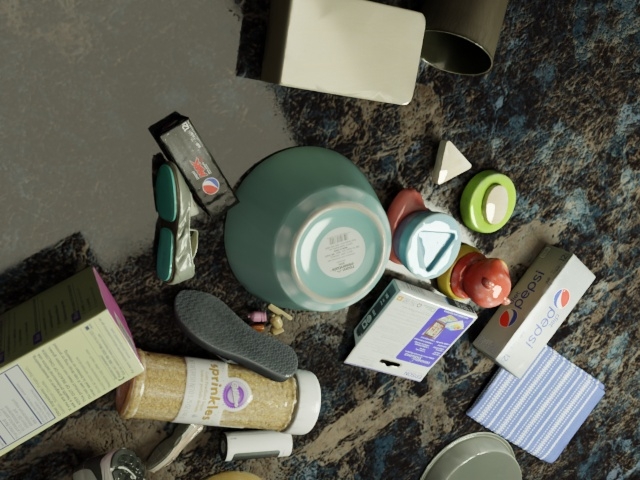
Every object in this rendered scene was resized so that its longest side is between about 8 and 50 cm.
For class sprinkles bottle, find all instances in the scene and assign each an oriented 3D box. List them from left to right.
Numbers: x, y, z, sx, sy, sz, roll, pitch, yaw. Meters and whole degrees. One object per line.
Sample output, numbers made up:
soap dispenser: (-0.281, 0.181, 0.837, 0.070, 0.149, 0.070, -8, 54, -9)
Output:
sprinkles bottle: (-0.178, 0.275, 1.221, 0.355, 0.121, 0.121, 13, 100, -27)

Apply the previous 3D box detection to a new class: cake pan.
cake pan: (0.359, 0.596, 1.605, 0.293, 0.054, 0.294, -8, 109, -23)

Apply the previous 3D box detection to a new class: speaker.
speaker: (-0.125, 0.396, 1.320, 0.136, 0.055, 0.055, 5, 104, -26)

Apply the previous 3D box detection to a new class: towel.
towel: (0.522, 0.381, 1.631, 0.336, 0.040, 0.243, 34, 92, -27)

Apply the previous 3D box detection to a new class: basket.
basket: (0.260, -0.432, 1.189, 0.154, 0.204, 0.227, 18, 89, 11)

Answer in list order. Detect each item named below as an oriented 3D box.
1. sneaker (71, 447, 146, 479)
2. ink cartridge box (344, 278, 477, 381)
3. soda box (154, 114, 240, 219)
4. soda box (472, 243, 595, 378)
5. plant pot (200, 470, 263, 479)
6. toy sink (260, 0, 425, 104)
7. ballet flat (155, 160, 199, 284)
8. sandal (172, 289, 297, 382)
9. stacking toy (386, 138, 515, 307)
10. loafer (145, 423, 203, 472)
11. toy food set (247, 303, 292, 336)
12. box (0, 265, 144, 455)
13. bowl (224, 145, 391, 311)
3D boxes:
sneaker: (-0.354, 0.479, 1.229, 0.107, 0.100, 0.272, -10, 121, 13)
ink cartridge box: (0.178, 0.189, 1.386, 0.206, 0.045, 0.208, 20, 119, -28)
soda box: (-0.204, -0.120, 1.127, 0.060, 0.053, 0.169, -35, 116, -11)
soda box: (0.470, 0.155, 1.500, 0.098, 0.091, 0.286, 38, 87, -28)
plant pot: (-0.194, 0.573, 1.355, 0.236, 0.032, 0.237, -8, 109, -23)
toy sink: (0.033, -0.321, 1.132, 0.234, 0.131, 0.153, 3, 104, -21)
ballet flat: (-0.237, -0.031, 1.138, 0.068, 0.072, 0.213, -11, 114, -42)
sandal: (-0.159, 0.181, 1.207, 0.254, 0.097, 0.054, 36, 131, -14)
stacking toy: (0.291, -0.021, 1.329, 0.308, 0.130, 0.280, 26, 93, -34)
loafer: (-0.268, 0.382, 1.258, 0.125, 0.045, 0.039, -49, 125, -8)
toy food set: (-0.113, 0.165, 1.265, 0.078, 0.019, 0.122, 36, 108, -29)
box: (-0.415, 0.173, 1.026, 0.242, 0.213, 0.117, -30, 115, -14)
bowl: (0.000, 0.000, 1.197, 0.311, 0.163, 0.312, -7, 108, -22)
